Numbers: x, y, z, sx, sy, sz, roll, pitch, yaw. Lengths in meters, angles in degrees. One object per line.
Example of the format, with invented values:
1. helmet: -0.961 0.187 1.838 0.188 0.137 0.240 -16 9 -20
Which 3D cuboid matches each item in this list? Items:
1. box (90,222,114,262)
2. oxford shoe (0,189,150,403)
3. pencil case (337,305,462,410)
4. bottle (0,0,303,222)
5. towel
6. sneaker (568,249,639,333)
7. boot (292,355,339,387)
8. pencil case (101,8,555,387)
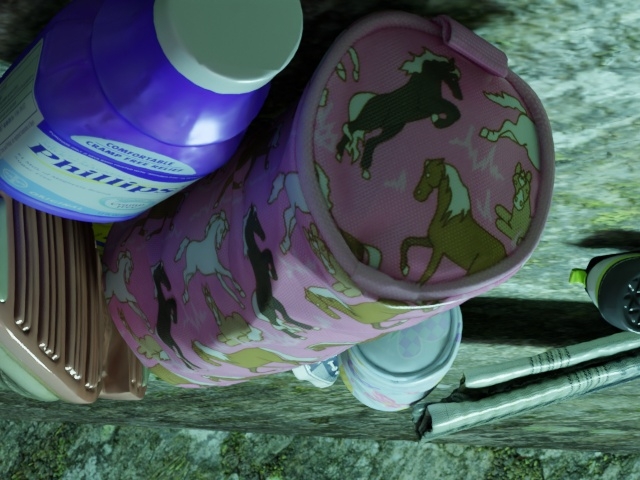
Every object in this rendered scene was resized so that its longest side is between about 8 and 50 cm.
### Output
1. box: -0.186 -0.009 1.227 0.169 0.054 0.059 0 167 16
2. oxford shoe: -0.223 0.054 1.057 0.146 0.140 0.397 -2 164 4
3. pencil case: 0.075 0.107 1.531 0.124 0.113 0.273 11 168 4
4. bottle: -0.097 -0.079 0.794 0.118 0.092 0.283 16 164 -23
5. towel: 0.253 0.153 1.656 0.324 0.056 0.312 -17 170 -3
6. sneaker: 0.329 0.039 1.285 0.234 0.084 0.097 9 -169 -17
7. boot: 0.023 0.134 1.785 0.086 0.069 0.190 -18 174 10
8. pencil case: -0.011 -0.009 0.908 0.160 0.167 0.386 -14 176 -25
